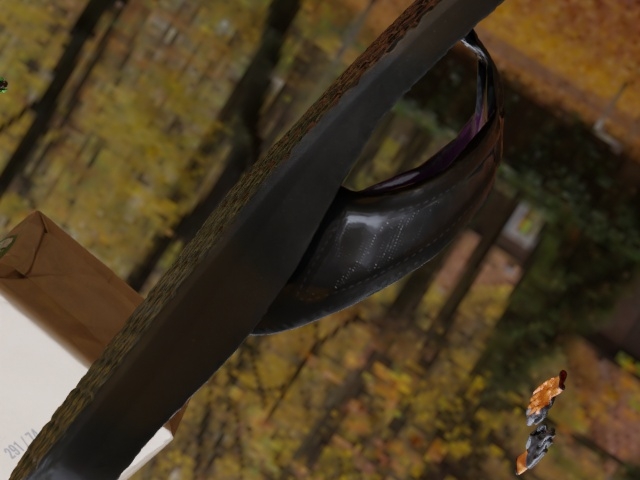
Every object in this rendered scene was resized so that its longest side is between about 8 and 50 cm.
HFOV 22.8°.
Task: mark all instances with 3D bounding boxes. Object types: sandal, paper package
[{"bbox_3d":[-0.001,0.001,0.915,0.107,0.445,0.167,40,180,-9],"label":"sandal"},{"bbox_3d":[-0.354,0.183,1.955,0.309,0.325,0.168,41,-147,-12],"label":"paper package"}]

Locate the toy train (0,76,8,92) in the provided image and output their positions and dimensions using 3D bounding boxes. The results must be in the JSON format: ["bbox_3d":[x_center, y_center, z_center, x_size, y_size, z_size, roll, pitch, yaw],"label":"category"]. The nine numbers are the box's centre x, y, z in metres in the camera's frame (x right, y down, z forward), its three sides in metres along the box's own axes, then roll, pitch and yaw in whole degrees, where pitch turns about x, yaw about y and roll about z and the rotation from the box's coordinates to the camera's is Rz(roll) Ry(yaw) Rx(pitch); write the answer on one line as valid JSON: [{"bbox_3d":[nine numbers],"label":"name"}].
[{"bbox_3d":[-0.373,-0.163,1.743,0.024,0.017,0.083,-4,-165,25],"label":"toy train"}]

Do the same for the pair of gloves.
[{"bbox_3d":[0.189,0.158,1.374,0.010,0.083,0.074,21,146,-9],"label":"pair of gloves"}]
